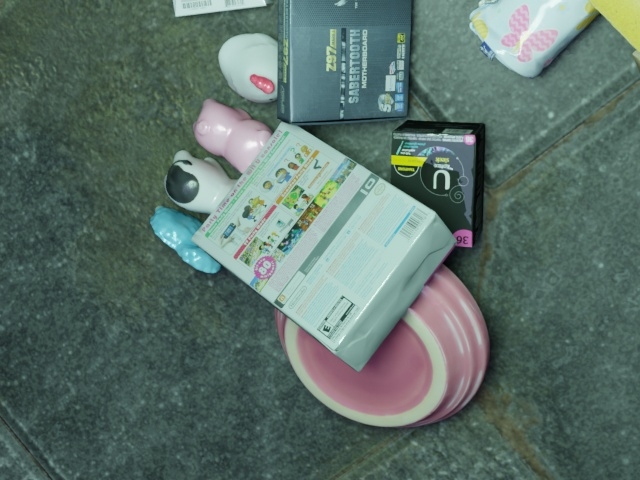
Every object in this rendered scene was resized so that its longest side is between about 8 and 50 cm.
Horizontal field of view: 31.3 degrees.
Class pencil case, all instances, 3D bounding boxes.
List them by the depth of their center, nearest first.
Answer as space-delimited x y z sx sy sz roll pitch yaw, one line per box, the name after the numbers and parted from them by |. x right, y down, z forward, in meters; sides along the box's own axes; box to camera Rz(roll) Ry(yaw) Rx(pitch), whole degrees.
0.323 -0.341 1.503 0.273 0.113 0.124 -45 70 22 | pencil case

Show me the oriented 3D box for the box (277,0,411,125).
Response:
0.033 -0.280 1.578 0.183 0.059 0.233 -4 105 -22 | box

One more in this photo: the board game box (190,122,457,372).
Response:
0.000 0.000 1.564 0.303 0.097 0.224 36 86 35 | board game box

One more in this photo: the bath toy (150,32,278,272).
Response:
-0.128 -0.130 1.679 0.151 0.129 0.348 15 113 -24 | bath toy

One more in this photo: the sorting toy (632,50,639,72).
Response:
0.469 -0.190 1.462 0.046 0.274 0.132 -42 57 6 | sorting toy

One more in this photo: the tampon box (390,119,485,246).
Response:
0.167 -0.082 1.619 0.120 0.101 0.161 4 106 16 | tampon box

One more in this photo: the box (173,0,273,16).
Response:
-0.153 -0.426 1.655 0.145 0.038 0.186 -4 104 17 | box

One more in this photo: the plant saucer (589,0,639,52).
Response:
0.489 -0.323 1.358 0.333 0.333 0.081 46 153 0 | plant saucer

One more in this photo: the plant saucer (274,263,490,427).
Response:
0.077 0.149 1.664 0.332 0.084 0.332 13 126 19 | plant saucer
